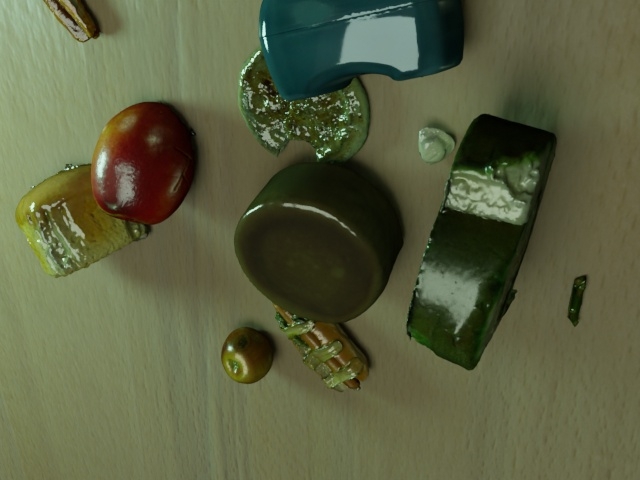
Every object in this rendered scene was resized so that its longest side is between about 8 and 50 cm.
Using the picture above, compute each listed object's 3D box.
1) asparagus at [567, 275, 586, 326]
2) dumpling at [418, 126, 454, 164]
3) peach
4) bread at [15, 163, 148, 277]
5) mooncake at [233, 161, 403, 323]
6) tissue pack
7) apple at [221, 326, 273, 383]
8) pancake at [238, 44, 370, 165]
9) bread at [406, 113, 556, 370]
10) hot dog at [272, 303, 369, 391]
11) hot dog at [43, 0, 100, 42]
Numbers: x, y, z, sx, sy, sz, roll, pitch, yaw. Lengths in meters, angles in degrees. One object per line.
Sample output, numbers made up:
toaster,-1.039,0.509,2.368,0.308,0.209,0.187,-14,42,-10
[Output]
asparagus,0.437,0.107,1.640,0.021,0.025,0.108,7,125,10
dumpling,0.191,-0.156,1.576,0.059,0.043,0.077,-11,115,7
peach,-0.325,-0.145,1.783,0.196,0.226,0.190,18,174,-28
bread,-0.506,-0.041,1.925,0.262,0.162,0.204,-23,98,21
mooncake,0.000,0.000,1.694,0.284,0.155,0.284,12,132,13
tissue pack,0.056,-0.329,1.419,0.288,0.198,0.206,-7,103,28
apple,-0.150,0.237,1.969,0.099,0.102,0.114,2,121,27
pancake,-0.033,-0.233,1.634,0.254,0.037,0.253,14,129,18
bread,0.246,-0.004,1.435,0.129,0.366,0.382,19,149,15
hot dog,-0.005,0.195,1.890,0.109,0.072,0.269,-32,105,35
hot dog,-0.451,-0.417,1.717,0.062,0.038,0.144,-29,108,34
